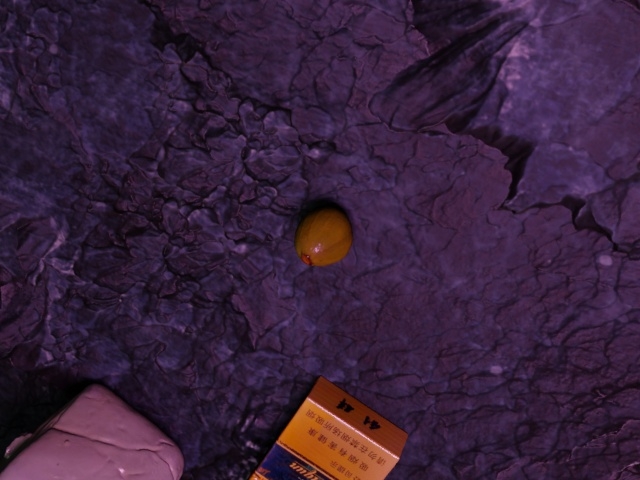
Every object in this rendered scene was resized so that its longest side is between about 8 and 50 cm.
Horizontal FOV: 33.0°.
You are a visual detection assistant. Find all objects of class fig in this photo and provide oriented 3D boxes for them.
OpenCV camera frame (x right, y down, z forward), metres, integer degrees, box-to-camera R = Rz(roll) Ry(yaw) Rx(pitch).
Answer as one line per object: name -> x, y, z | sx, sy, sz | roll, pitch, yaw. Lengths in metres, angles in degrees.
fig -> 0.000, 0.000, 1.362 | 0.074, 0.088, 0.074 | 19, 132, 22

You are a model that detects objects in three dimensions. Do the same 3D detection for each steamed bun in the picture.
steamed bun -> -0.381, 0.410, 1.528 | 0.247, 0.236, 0.383 | 42, 98, 1

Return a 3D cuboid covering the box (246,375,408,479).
box -> -0.003, 0.325, 1.517 | 0.152, 0.070, 0.237 | 34, 116, 1
